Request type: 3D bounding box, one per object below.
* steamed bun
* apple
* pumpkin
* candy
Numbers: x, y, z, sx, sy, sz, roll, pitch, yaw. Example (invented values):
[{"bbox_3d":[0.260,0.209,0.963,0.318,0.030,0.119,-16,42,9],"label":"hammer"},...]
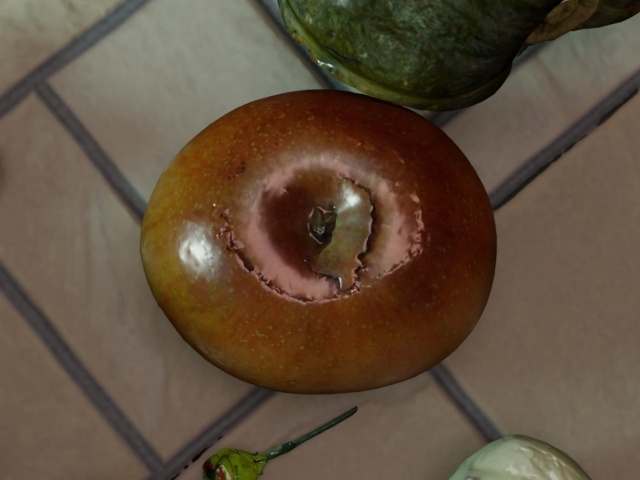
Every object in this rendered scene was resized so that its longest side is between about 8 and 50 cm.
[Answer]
[{"bbox_3d":[0.140,0.198,1.059,0.112,0.091,0.130,-42,85,-14],"label":"steamed bun"},{"bbox_3d":[0.000,0.000,1.033,0.234,0.173,0.210,-17,83,-7],"label":"apple"},{"bbox_3d":[0.122,-0.259,1.021,0.325,0.232,0.242,-34,66,-33],"label":"pumpkin"},{"bbox_3d":[-0.026,0.145,1.084,0.123,0.035,0.035,-24,88,-16],"label":"candy"}]
